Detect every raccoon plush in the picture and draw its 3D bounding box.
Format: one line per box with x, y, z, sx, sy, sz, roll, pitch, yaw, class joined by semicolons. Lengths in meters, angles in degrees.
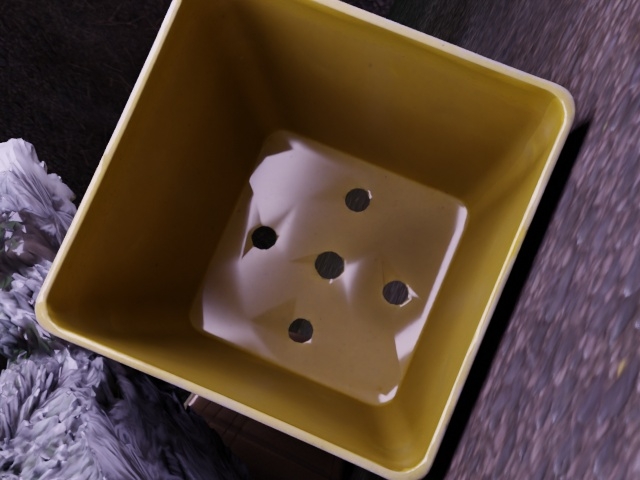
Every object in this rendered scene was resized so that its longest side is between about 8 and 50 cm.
-0.193;0.193;0.876;0.299;0.216;0.446;-38;44;11;raccoon plush

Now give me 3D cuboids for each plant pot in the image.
0.000;0.000;0.827;0.187;0.212;0.212;64;-131;-79;plant pot

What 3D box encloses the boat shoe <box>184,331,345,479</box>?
-0.080;0.221;0.978;0.110;0.122;0.341;142;150;-78;boat shoe
